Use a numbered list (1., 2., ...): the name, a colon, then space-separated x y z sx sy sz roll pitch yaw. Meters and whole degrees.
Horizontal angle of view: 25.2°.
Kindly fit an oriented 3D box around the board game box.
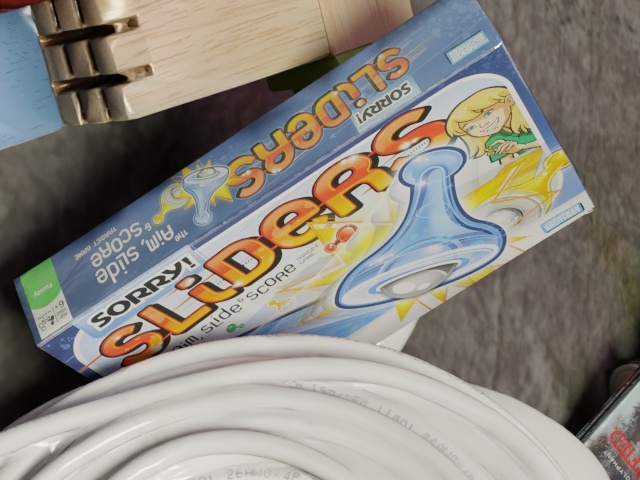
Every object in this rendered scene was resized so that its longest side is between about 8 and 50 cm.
1. board game box: 0.000 0.000 0.569 0.136 0.201 0.035 45 15 -55

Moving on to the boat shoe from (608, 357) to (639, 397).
1. boat shoe: 0.220 0.137 0.924 0.038 0.046 0.125 -13 86 -44

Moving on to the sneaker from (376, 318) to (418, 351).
1. sneaker: 0.049 -0.006 0.721 0.092 0.087 0.229 50 52 -34

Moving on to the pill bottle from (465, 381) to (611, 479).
1. pill bottle: 0.021 0.204 0.595 0.162 0.162 0.278 53 49 -29

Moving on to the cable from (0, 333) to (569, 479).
1. cable: -0.026 0.149 0.484 0.257 0.257 0.089 -27 141 -17

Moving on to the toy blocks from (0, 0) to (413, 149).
1. toy blocks: -0.120 -0.181 0.511 0.261 0.190 0.381 -24 106 -36

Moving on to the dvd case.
1. dvd case: 0.191 0.134 0.867 0.119 0.013 0.087 -44 114 -10
